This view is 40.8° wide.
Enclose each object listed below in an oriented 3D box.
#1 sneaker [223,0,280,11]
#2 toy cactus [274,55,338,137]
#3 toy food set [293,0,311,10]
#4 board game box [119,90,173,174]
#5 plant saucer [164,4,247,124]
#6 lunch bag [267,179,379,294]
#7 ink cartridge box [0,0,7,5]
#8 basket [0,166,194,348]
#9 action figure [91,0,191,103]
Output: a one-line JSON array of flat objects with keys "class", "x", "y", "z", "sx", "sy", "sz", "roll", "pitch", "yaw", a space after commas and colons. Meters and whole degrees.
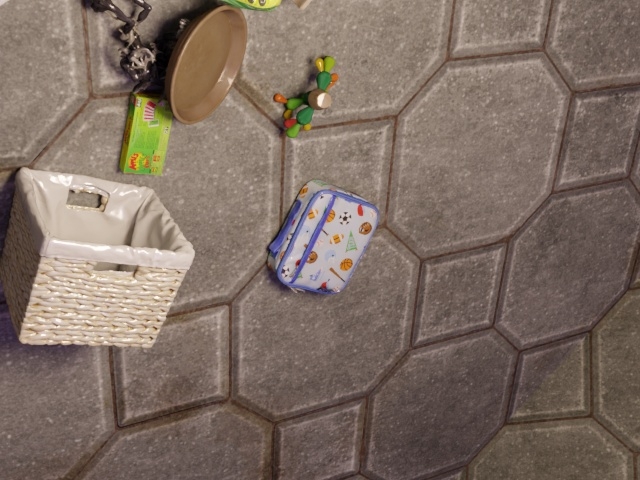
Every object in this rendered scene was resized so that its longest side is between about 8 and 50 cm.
[{"class": "sneaker", "x": -0.217, "y": -0.542, "z": 1.779, "sx": 0.295, "sy": 0.123, "sz": 0.109, "roll": 28, "pitch": 85, "yaw": 5}, {"class": "toy cactus", "x": -0.020, "y": -0.345, "z": 2.040, "sx": 0.112, "sy": 0.180, "sz": 0.219, "roll": 38, "pitch": 89, "yaw": -20}, {"class": "toy food set", "x": -0.095, "y": -0.649, "z": 1.796, "sx": 0.306, "sy": 0.092, "sz": 0.220, "roll": 29, "pitch": 116, "yaw": -25}, {"class": "board game box", "x": -0.394, "y": -0.242, "z": 1.955, "sx": 0.092, "sy": 0.043, "sz": 0.181, "roll": 1, "pitch": 116, "yaw": -31}, {"class": "plant saucer", "x": -0.252, "y": -0.386, "z": 1.873, "sx": 0.278, "sy": 0.041, "sz": 0.278, "roll": -54, "pitch": 164, "yaw": -24}, {"class": "lunch bag", "x": 0.000, "y": 0.000, "z": 2.290, "sx": 0.243, "sy": 0.115, "sz": 0.303, "roll": 17, "pitch": 106, "yaw": -34}, {"class": "ink cartridge box", "x": -0.664, "y": -0.487, "z": 1.637, "sx": 0.150, "sy": 0.063, "sz": 0.109, "roll": -35, "pitch": 128, "yaw": -7}, {"class": "basket", "x": -0.501, "y": 0.043, "z": 1.876, "sx": 0.328, "sy": 0.331, "sz": 0.267, "roll": 7, "pitch": 115, "yaw": -33}, {"class": "action figure", "x": -0.362, "y": -0.416, "z": 1.804, "sx": 0.164, "sy": 0.140, "sz": 0.276, "roll": -54, "pitch": 132, "yaw": -32}]
